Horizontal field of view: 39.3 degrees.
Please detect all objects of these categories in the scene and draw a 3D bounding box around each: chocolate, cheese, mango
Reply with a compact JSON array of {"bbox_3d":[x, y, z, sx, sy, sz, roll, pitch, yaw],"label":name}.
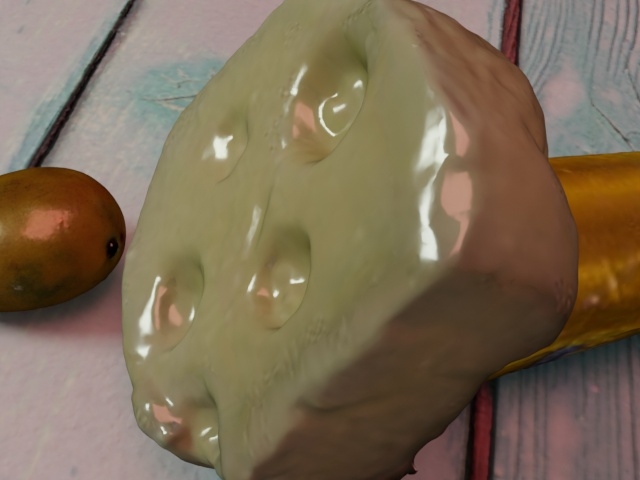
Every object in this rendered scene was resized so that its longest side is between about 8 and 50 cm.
[{"bbox_3d":[0.257,0.001,0.694,0.445,0.162,0.162,-8,51,-19],"label":"chocolate"},{"bbox_3d":[0.000,0.000,0.540,0.115,0.318,0.326,21,-3,-34],"label":"cheese"},{"bbox_3d":[-0.223,0.003,0.647,0.163,0.089,0.111,-20,43,-14],"label":"mango"}]
